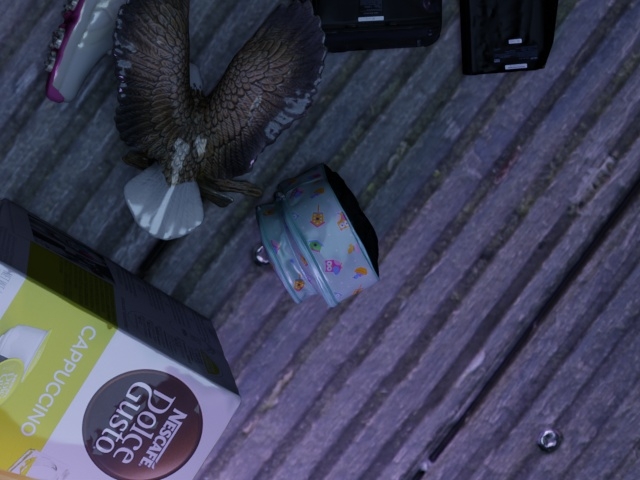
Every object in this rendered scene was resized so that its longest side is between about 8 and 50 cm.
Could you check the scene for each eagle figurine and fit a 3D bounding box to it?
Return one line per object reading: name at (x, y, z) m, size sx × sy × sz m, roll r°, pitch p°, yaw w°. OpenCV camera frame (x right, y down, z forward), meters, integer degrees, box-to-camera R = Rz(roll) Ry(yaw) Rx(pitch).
eagle figurine at (-0.152, -0.171, 1.686) m, size 0.226 × 0.298 × 0.225 m, roll -23°, pitch 64°, yaw -38°

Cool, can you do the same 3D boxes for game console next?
game console at (0.142, -0.322, 1.805) m, size 0.361 × 0.044 × 0.213 m, roll -5°, pitch 101°, yaw -11°

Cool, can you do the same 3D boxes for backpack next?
backpack at (0.000, 0.000, 1.766) m, size 0.144 × 0.188 × 0.165 m, roll -27°, pitch 106°, yaw -5°

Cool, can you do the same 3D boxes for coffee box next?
coffee box at (-0.335, 0.201, 1.662) m, size 0.334 × 0.338 × 0.337 m, roll 32°, pitch 94°, yaw -16°

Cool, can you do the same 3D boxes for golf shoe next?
golf shoe at (-0.239, -0.296, 1.698) m, size 0.140 × 0.115 × 0.306 m, roll 26°, pitch 97°, yaw -19°
